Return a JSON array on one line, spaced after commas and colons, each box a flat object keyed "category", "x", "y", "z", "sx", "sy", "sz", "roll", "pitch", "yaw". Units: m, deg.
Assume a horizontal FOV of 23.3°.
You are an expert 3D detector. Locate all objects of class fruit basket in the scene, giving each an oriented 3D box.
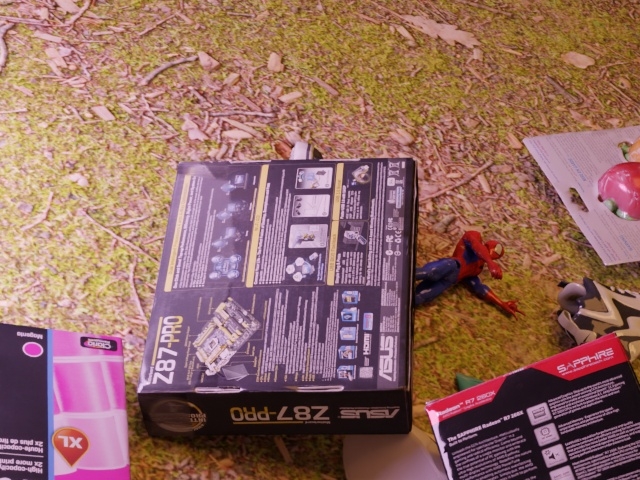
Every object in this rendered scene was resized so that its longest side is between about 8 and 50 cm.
[{"category": "fruit basket", "x": 0.545, "y": -0.074, "z": 2.509, "sx": 0.353, "sy": 0.165, "sz": 0.327, "roll": -11, "pitch": 44, "yaw": -15}]

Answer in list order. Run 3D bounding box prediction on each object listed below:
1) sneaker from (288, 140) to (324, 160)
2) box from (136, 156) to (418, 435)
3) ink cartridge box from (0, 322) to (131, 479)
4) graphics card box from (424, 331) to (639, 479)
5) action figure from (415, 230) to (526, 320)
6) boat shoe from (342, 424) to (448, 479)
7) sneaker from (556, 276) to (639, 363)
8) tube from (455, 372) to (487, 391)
[{"category": "sneaker", "x": 0.000, "y": 0.000, "z": 2.121, "sx": 0.128, "sy": 0.126, "sz": 0.321, "roll": 11, "pitch": 47, "yaw": -7}, {"category": "box", "x": -0.040, "y": 0.060, "z": 1.904, "sx": 0.318, "sy": 0.097, "sz": 0.395, "roll": 0, "pitch": 46, "yaw": 5}, {"category": "ink cartridge box", "x": -0.301, "y": 0.240, "z": 1.705, "sx": 0.176, "sy": 0.069, "sz": 0.371, "roll": 9, "pitch": 40, "yaw": -17}, {"category": "graphics card box", "x": 0.268, "y": 0.295, "z": 1.606, "sx": 0.233, "sy": 0.094, "sz": 0.371, "roll": -21, "pitch": 47, "yaw": 5}, {"category": "action figure", "x": 0.196, "y": 0.067, "z": 2.161, "sx": 0.139, "sy": 0.091, "sz": 0.280, "roll": 32, "pitch": 37, "yaw": 26}, {"category": "boat shoe", "x": 0.176, "y": 0.327, "z": 1.806, "sx": 0.158, "sy": 0.127, "sz": 0.340, "roll": 13, "pitch": 25, "yaw": -50}, {"category": "sneaker", "x": 0.421, "y": 0.091, "z": 2.237, "sx": 0.153, "sy": 0.094, "sz": 0.235, "roll": 40, "pitch": 48, "yaw": 10}, {"category": "tube", "x": 0.219, "y": 0.239, "z": 1.985, "sx": 0.080, "sy": 0.052, "sz": 0.207, "roll": 19, "pitch": 30, "yaw": -11}]
